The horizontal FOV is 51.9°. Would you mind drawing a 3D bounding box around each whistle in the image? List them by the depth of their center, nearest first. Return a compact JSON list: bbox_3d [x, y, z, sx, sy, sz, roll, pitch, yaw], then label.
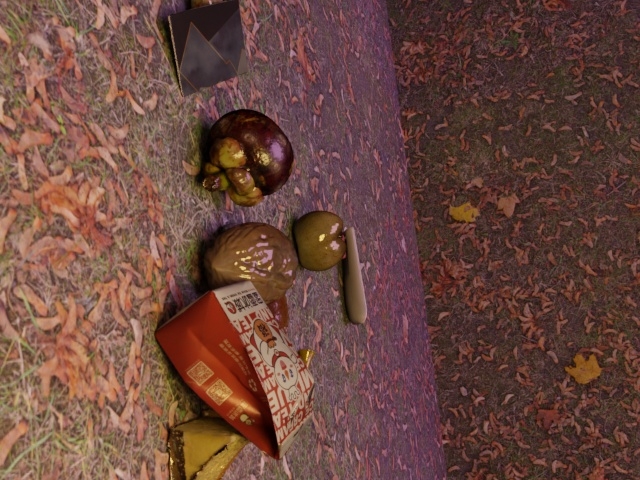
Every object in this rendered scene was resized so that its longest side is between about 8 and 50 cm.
[{"bbox_3d":[-0.044,0.328,1.663,0.057,0.046,0.109,79,18,-57],"label":"whistle"}]

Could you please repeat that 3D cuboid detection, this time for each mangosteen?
[{"bbox_3d":[-0.164,-0.163,1.361,0.217,0.192,0.192,-44,130,-29],"label":"mangosteen"}]

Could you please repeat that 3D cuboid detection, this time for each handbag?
[{"bbox_3d":[-0.132,0.232,1.143,0.298,0.151,0.171,58,17,7],"label":"handbag"}]

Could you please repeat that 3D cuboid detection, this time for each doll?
[{"bbox_3d":[-0.189,-0.015,1.402,0.057,0.039,0.114,-65,165,-7],"label":"doll"}]

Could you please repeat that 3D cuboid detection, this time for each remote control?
[{"bbox_3d":[0.096,0.118,2.138,0.109,0.055,0.312,141,-58,-74],"label":"remote control"}]

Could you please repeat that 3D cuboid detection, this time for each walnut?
[{"bbox_3d":[-0.143,0.048,1.318,0.230,0.178,0.178,2,80,-61],"label":"walnut"}]

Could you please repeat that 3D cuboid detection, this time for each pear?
[{"bbox_3d":[0.000,0.000,1.792,0.167,0.137,0.167,168,-90,-89],"label":"pear"}]

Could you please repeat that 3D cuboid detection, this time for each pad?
[{"bbox_3d":[-0.229,-0.410,1.385,0.243,0.004,0.163,-43,134,-52],"label":"pad"}]

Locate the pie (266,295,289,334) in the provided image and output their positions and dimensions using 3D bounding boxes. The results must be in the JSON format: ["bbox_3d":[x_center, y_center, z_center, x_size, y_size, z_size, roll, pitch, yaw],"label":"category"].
[{"bbox_3d":[-0.126,0.157,1.495,0.195,0.046,0.195,-10,90,-71],"label":"pie"}]

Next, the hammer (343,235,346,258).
[{"bbox_3d":[0.060,0.020,2.112,0.043,0.043,0.083,18,64,-69],"label":"hammer"}]

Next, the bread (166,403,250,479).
[{"bbox_3d":[-0.187,0.374,1.141,0.147,0.127,0.152,11,88,-70],"label":"bread"}]

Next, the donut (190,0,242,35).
[{"bbox_3d":[-0.234,-0.512,1.464,0.175,0.068,0.174,-7,90,-73],"label":"donut"}]
